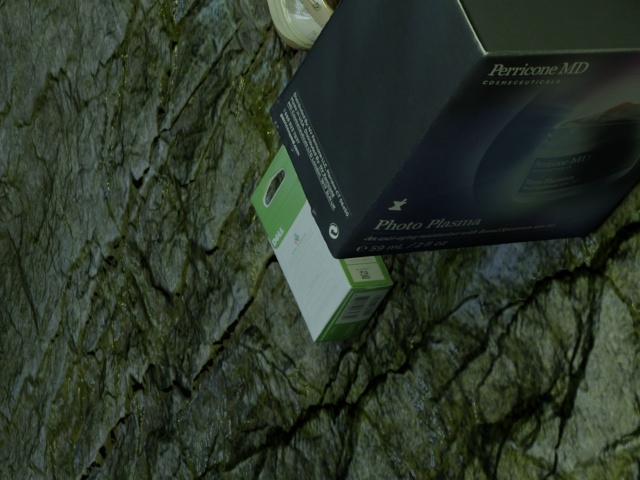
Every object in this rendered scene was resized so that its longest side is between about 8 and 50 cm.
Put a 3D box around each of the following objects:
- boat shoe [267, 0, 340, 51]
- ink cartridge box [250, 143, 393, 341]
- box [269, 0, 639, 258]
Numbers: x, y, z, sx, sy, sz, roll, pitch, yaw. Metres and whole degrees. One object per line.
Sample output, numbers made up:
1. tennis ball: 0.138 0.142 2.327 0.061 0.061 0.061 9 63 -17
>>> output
1. boat shoe: -0.028 -0.367 2.064 0.098 0.109 0.302 -20 83 52
2. ink cartridge box: 0.000 0.000 2.115 0.109 0.062 0.209 -58 48 45
3. box: 0.160 -0.140 1.610 0.294 0.296 0.182 -56 49 47
